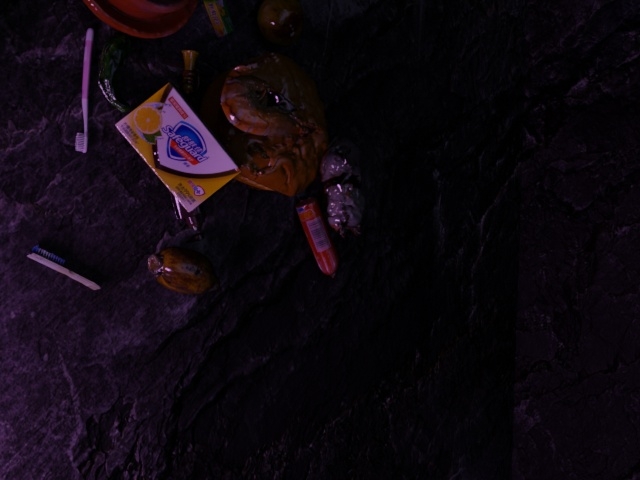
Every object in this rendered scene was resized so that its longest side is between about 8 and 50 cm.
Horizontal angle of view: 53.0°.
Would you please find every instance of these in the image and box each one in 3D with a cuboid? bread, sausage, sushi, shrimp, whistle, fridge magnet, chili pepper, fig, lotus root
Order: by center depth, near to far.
[{"bbox_3d":[-0.419,-0.654,1.478,0.364,0.155,0.363,-1,92,-48],"label":"fridge magnet"},{"bbox_3d":[-0.477,-0.393,1.492,0.073,0.050,0.182,3,89,-54],"label":"chili pepper"},{"bbox_3d":[-0.119,-0.325,1.587,0.287,0.063,0.152,6,71,-39],"label":"shrimp"},{"bbox_3d":[-0.331,0.076,1.596,0.210,0.120,0.120,25,71,-42],"label":"lotus root"},{"bbox_3d":[-0.339,-0.434,1.664,0.046,0.057,0.109,4,98,-3],"label":"whistle"},{"bbox_3d":[-0.148,-0.315,1.735,0.398,0.215,0.397,0,89,-46],"label":"bread"},{"bbox_3d":[-0.113,-0.635,1.841,0.136,0.121,0.152,21,74,-51],"label":"fig"},{"bbox_3d":[0.000,0.000,1.997,0.074,0.074,0.274,-41,118,-40],"label":"sausage"},{"bbox_3d":[0.069,-0.173,2.030,0.124,0.130,0.331,1,88,-48],"label":"sushi"}]

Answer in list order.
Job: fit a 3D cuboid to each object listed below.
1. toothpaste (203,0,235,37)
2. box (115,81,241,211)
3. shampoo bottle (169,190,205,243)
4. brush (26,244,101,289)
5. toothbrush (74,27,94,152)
[{"bbox_3d":[-0.284,-0.635,1.712,0.037,0.043,0.178,-37,116,-38],"label":"toothpaste"},{"bbox_3d":[-0.330,-0.220,1.512,0.168,0.097,0.265,-36,106,3],"label":"box"},{"bbox_3d":[-0.344,-0.110,1.621,0.067,0.068,0.236,-99,173,-74],"label":"shampoo bottle"},{"bbox_3d":[-0.559,0.061,1.411,0.178,0.033,0.030,38,48,-41],"label":"brush"},{"bbox_3d":[-0.533,-0.341,1.452,0.025,0.020,0.286,6,86,-41],"label":"toothbrush"}]
